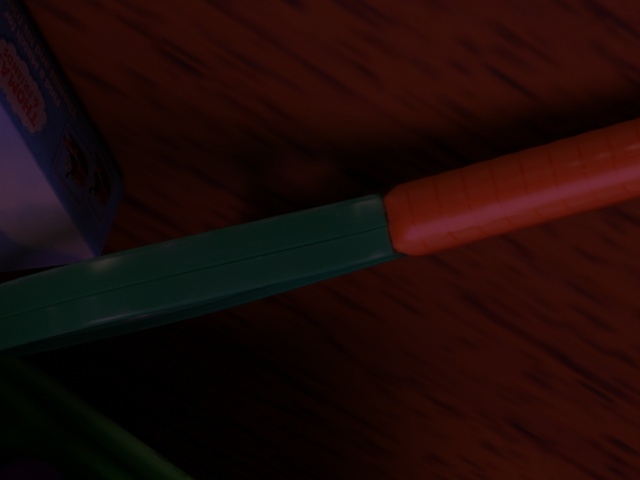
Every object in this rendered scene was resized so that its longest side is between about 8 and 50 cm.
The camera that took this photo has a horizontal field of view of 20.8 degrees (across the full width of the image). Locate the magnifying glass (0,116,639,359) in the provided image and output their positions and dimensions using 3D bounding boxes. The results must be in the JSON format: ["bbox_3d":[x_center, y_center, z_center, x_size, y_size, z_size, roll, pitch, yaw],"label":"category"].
[{"bbox_3d":[0.000,0.000,0.510,0.231,0.026,0.092,-13,176,17],"label":"magnifying glass"}]

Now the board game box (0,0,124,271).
[{"bbox_3d":[-0.171,-0.067,0.491,0.160,0.039,0.211,-7,136,20],"label":"board game box"}]

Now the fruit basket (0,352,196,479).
[{"bbox_3d":[-0.168,0.198,0.489,0.283,0.392,0.392,30,149,33],"label":"fruit basket"}]
